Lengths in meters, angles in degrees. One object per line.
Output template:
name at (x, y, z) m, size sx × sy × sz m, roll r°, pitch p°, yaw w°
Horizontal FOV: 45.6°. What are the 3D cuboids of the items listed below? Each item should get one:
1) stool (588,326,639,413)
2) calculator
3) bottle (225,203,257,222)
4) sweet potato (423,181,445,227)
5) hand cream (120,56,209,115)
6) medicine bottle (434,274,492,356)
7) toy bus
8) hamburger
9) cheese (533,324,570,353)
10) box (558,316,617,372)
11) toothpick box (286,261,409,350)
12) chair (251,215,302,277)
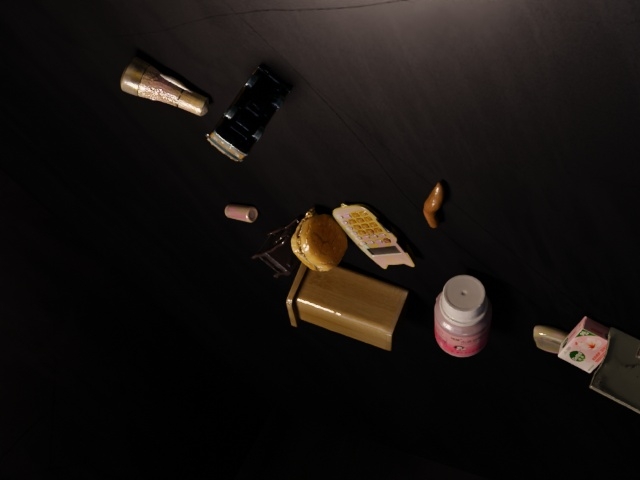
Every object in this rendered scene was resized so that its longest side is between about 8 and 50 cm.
stool at (0.751, 0.268, 1.582) m, size 0.270 × 0.170 × 0.243 m, roll 27°, pitch 155°, yaw 6°
calculator at (0.131, -0.016, 1.884) m, size 0.236 × 0.033 × 0.157 m, roll 45°, pitch 153°, yaw -26°
bottle at (-0.223, -0.078, 2.136) m, size 0.096 × 0.045 × 0.045 m, roll 10°, pitch 149°, yaw 40°
sweet potato at (0.243, -0.072, 1.644) m, size 0.044 × 0.044 × 0.179 m, roll 23°, pitch 154°, yaw 14°
hand cream at (-0.349, -0.339, 1.733) m, size 0.203 × 0.084 × 0.084 m, roll 25°, pitch 156°, yaw -2°
medicine bottle at (0.353, 0.185, 1.893) m, size 0.147 × 0.147 × 0.247 m, roll 21°, pitch 155°, yaw 19°
toy bus at (-0.151, -0.252, 1.550) m, size 0.091 × 0.182 × 0.103 m, roll 36°, pitch 157°, yaw -14°
hamburger at (0.000, 0.000, 1.927) m, size 0.083 × 0.138 × 0.147 m, roll -9°, pitch 134°, yaw 47°
cheese at (0.619, 0.255, 1.865) m, size 0.192 × 0.037 × 0.097 m, roll 11°, pitch 151°, yaw 34°
box at (0.626, 0.245, 1.784) m, size 0.089 × 0.043 × 0.125 m, roll 27°, pitch 137°, yaw 7°
toothpick box at (0.081, 0.176, 2.145) m, size 0.308 × 0.190 × 0.187 m, roll 18°, pitch 153°, yaw 13°
chair at (-0.088, 0.019, 2.101) m, size 0.113 × 0.106 × 0.229 m, roll 39°, pitch 155°, yaw -18°
